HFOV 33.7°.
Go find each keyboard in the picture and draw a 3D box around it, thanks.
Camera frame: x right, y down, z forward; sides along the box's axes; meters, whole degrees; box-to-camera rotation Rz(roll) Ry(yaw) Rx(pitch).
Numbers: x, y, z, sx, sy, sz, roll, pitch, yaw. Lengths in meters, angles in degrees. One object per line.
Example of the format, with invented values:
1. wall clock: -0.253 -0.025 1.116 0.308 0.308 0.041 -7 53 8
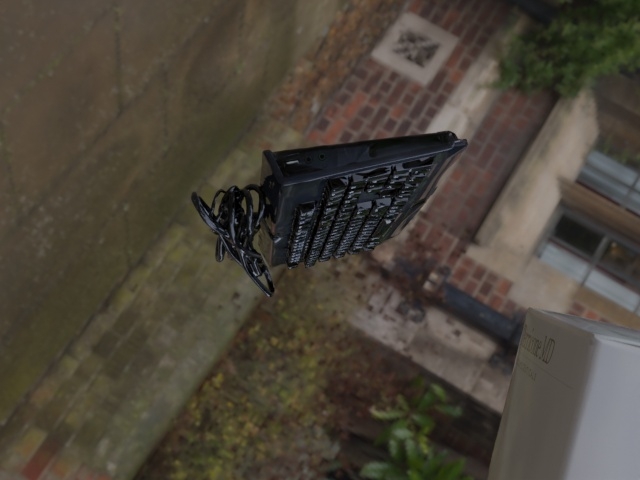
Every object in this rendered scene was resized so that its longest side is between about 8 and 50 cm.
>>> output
1. keyboard: 0.000 0.000 0.451 0.192 0.100 0.038 105 -23 -79

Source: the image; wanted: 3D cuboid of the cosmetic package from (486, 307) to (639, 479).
1. cosmetic package: 0.155 0.232 0.569 0.197 0.155 0.366 28 74 -88
